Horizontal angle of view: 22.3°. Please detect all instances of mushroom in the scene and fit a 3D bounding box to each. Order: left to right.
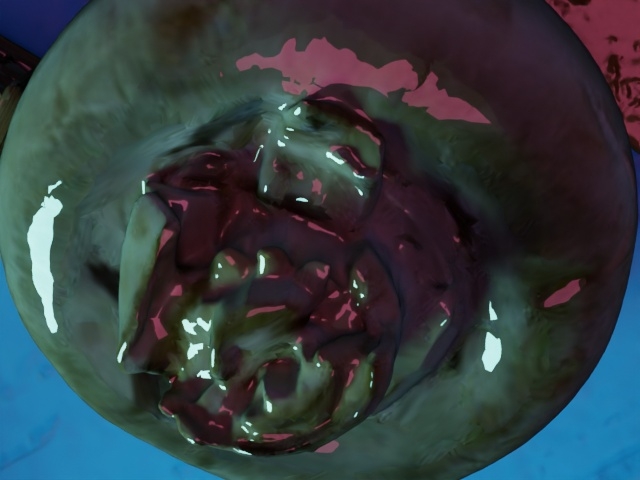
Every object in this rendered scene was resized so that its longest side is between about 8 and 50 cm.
[{"bbox_3d":[0.000,0.000,0.567,0.226,0.178,0.226,-1,120,-1],"label":"mushroom"}]

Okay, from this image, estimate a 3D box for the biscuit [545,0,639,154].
[{"bbox_3d":[0.118,-0.121,0.613,0.133,0.027,0.184,-1,103,6],"label":"biscuit"}]

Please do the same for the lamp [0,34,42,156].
[{"bbox_3d":[-0.259,-0.106,0.610,0.325,0.089,0.090,30,106,-4],"label":"lamp"}]
